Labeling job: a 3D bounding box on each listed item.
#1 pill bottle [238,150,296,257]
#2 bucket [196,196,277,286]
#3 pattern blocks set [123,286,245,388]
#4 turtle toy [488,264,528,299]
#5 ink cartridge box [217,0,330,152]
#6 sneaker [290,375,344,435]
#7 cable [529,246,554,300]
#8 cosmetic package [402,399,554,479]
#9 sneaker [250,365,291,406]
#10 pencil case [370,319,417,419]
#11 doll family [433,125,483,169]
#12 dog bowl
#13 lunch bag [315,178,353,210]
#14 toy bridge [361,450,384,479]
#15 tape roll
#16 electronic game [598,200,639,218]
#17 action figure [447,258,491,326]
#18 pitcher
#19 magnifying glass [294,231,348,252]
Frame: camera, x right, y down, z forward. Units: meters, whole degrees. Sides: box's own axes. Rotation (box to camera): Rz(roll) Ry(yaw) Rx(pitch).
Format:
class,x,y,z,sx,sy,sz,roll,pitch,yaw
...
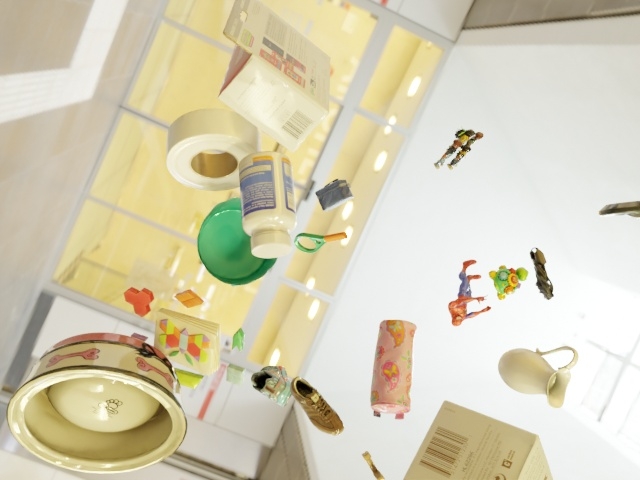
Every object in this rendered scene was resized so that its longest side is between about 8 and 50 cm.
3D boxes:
class,x,y,z,sx,sy,sz,roll,pitch,yaw
pill bottle,-0.145,-0.096,1.927,0.152,0.152,0.272,130,-42,-62
bucket,-0.267,0.008,2.226,0.281,0.281,0.183,-68,-169,-8
pattern blocks set,-0.336,0.250,1.737,0.026,0.324,0.286,-50,141,-58
turtle toy,0.567,0.117,2.081,0.130,0.095,0.066,-22,180,-33
ink cartridge box,-0.119,-0.384,1.538,0.130,0.271,0.309,-44,-156,28
sneaker,-0.014,0.434,1.827,0.066,0.188,0.071,-40,154,-24
cable,0.719,0.123,2.273,0.185,0.047,0.151,-95,172,-46
cosmetic package,0.506,0.775,2.194,0.329,0.327,0.394,-57,140,-25
sneaker,-0.178,0.468,2.365,0.104,0.125,0.262,-63,-161,-5
pencil case,0.218,0.375,2.053,0.124,0.124,0.284,128,-26,-58
doll family,0.399,-0.268,1.993,0.193,0.076,0.111,-53,-174,-39
dog bowl,-0.521,0.385,1.673,0.150,0.407,0.408,-96,-152,-51
lunch bag,0.039,-0.128,1.881,0.098,0.065,0.067,-28,174,18
toy bridge,0.190,0.764,2.255,0.026,0.188,0.063,-33,-175,-9
tape roll,-0.319,-0.265,2.083,0.286,0.286,0.100,125,-35,-53
electronic game,0.899,-0.085,1.947,0.229,0.229,0.048,168,-80,-79
action figure,0.464,0.162,2.083,0.139,0.092,0.280,-8,-151,32
pitcher,0.617,0.359,1.969,0.178,0.125,0.207,-55,-151,-10
magnifying glass,0.000,0.000,2.488,0.231,0.092,0.026,-13,-141,38
